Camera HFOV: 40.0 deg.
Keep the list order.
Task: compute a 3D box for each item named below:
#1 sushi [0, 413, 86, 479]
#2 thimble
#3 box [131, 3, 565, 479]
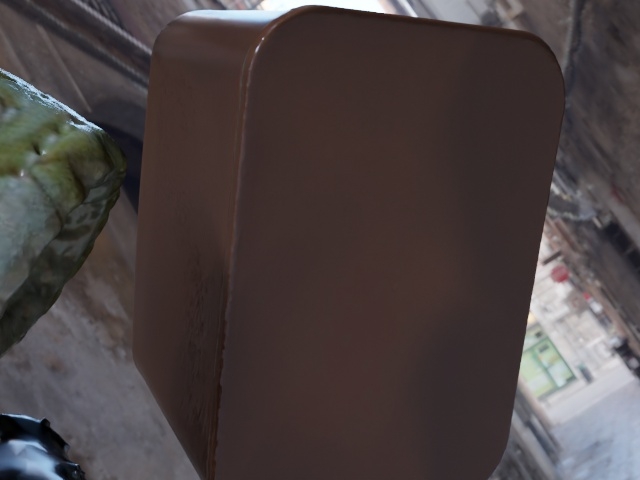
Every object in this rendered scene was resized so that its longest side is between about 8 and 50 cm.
[{"bbox_3d":[-0.174,0.232,0.425,0.218,0.225,0.238,-33,-43,-16],"label":"sushi"},{"bbox_3d":[-0.194,-0.018,0.433,0.137,0.143,0.190,-57,7,23],"label":"thimble"},{"bbox_3d":[0.000,0.000,0.662,0.239,0.339,0.229,-1,16,-28],"label":"box"}]
